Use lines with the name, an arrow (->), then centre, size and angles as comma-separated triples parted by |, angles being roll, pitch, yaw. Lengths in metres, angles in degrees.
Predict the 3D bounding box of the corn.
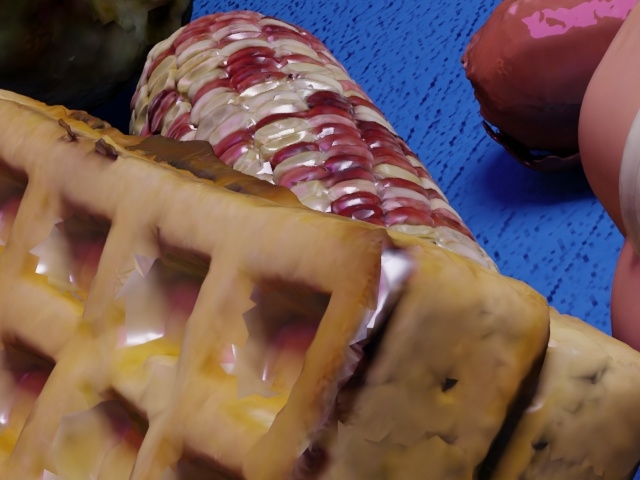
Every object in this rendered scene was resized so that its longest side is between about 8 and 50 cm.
corn -> 0.000, 0.000, 0.686 | 0.098, 0.098, 0.290 | -32, 34, 0

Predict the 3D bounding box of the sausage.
sausage -> 0.122, -0.071, 0.698 | 0.141, 0.076, 0.076 | -15, 34, 28

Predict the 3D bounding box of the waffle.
waffle -> -0.070, 0.074, 0.558 | 0.328, 0.098, 0.224 | 21, 83, 57

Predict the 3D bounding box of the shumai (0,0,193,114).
shumai -> -0.284, -0.157, 0.867 | 0.348, 0.395, 0.395 | -36, 27, 23

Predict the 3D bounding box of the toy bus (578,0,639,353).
toy bus -> 0.186, -0.015, 0.451 | 0.232, 0.194, 0.288 | -42, 31, -2
